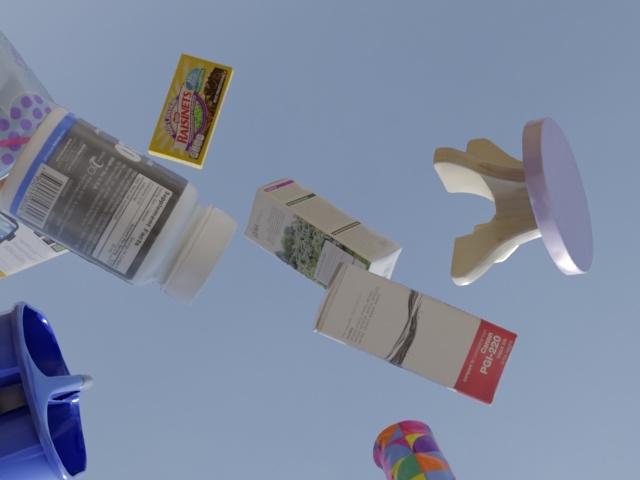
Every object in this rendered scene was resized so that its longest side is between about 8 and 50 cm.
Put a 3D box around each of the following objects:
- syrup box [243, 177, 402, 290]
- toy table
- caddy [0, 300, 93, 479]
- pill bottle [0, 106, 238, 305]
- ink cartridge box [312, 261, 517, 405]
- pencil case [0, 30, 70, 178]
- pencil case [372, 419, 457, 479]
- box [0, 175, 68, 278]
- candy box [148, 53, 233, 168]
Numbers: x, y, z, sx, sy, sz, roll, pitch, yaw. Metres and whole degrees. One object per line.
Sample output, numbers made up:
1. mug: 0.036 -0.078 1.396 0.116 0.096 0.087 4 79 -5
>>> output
1. syrup box: 0.000 0.000 1.518 0.236 0.093 0.096 33 -147 24
2. toy table: 0.277 -0.050 1.363 0.160 0.274 0.252 -7 -140 27
3. caddy: -0.392 0.213 1.271 0.179 0.241 0.341 -17 173 -9
4. pill bottle: -0.127 -0.019 0.614 0.078 0.137 0.078 -56 -170 16
5. ink cartridge box: 0.106 0.105 1.135 0.158 0.217 0.092 121 -10 -88
6. pencil case: -0.319 -0.166 0.748 0.113 0.273 0.124 -41 -163 -13
7. pencil case: 0.142 0.346 1.285 0.104 0.104 0.236 -33 -151 6
8. box: -0.273 -0.015 0.857 0.136 0.081 0.028 -19 -143 34
9. candy box: -0.243 -0.245 1.796 0.105 0.027 0.206 15 -104 3
